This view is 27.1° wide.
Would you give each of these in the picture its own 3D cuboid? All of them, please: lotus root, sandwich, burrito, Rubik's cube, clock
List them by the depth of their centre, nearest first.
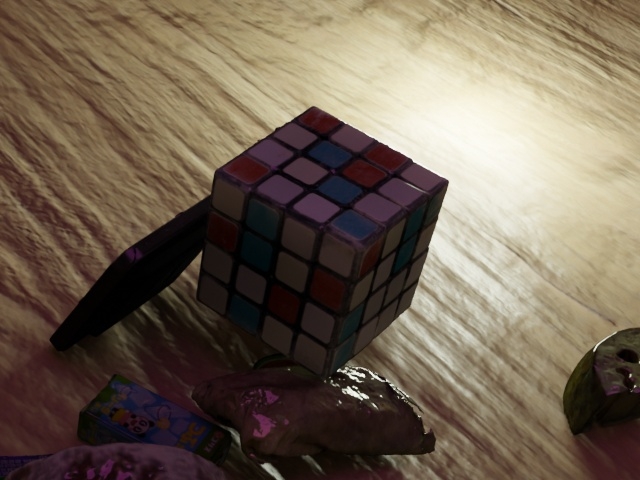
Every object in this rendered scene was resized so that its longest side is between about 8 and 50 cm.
[{"bbox_3d":[-0.008,0.241,1.902,0.347,0.107,0.175,4,36,-36],"label":"burrito"},{"bbox_3d":[0.000,-0.001,1.937,0.253,0.256,0.259,31,41,22],"label":"Rubik's cube"},{"bbox_3d":[-0.250,0.043,1.956,0.049,0.279,0.273,49,44,4],"label":"clock"},{"bbox_3d":[-0.056,0.204,2.025,0.101,0.026,0.069,-15,53,-30],"label":"sandwich"},{"bbox_3d":[0.491,0.222,2.131,0.234,0.119,0.138,-14,49,-30],"label":"lotus root"}]

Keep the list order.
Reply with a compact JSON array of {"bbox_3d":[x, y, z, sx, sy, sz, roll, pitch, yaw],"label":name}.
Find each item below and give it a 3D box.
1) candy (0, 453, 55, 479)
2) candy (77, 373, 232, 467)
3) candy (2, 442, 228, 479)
[{"bbox_3d":[-0.409,0.324,1.717,0.312,0.061,0.088,2,42,-17],"label":"candy"},{"bbox_3d":[-0.231,0.271,1.846,0.194,0.062,0.097,26,38,11],"label":"candy"},{"bbox_3d":[-0.245,0.350,1.623,0.289,0.214,0.157,6,41,-19],"label":"candy"}]
